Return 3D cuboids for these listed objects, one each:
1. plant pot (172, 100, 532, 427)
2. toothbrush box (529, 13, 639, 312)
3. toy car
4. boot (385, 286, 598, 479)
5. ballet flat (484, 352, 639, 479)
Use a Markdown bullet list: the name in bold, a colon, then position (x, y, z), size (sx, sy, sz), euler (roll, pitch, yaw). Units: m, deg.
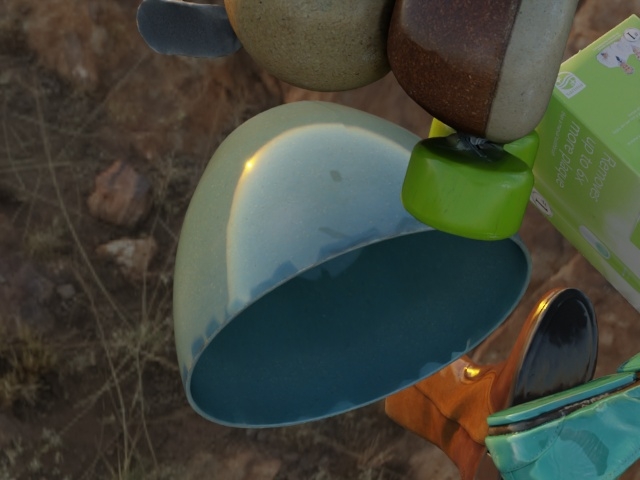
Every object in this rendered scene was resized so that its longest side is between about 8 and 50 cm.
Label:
- **plant pot**: position (0.000, 0.000, 0.869), size (0.290, 0.290, 0.195), euler (-13, 59, -18)
- **toothbrush box**: position (0.325, -0.031, 0.959), size (0.122, 0.206, 0.283), euler (-36, 67, -12)
- **toy car**: position (0.015, -0.108, 0.448), size (0.188, 0.155, 0.149), euler (16, 19, 8)
- **boot**: position (0.183, 0.140, 1.192), size (0.096, 0.264, 0.280), euler (2, 16, -23)
- **ballet flat**: position (0.212, 0.112, 0.663), size (0.247, 0.083, 0.087), euler (-19, 87, -27)
